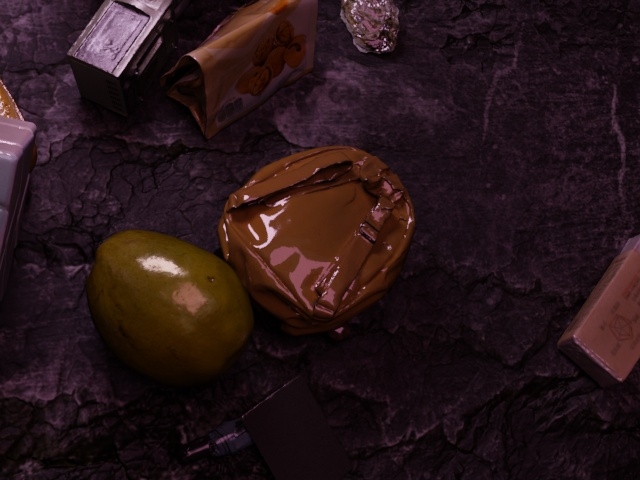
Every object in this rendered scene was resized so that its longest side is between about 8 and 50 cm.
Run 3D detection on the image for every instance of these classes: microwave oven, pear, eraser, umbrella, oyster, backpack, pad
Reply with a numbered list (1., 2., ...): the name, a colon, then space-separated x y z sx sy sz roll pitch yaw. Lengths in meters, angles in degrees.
1. microwave oven: -0.369 -0.367 1.843 0.129 0.163 0.205 24 68 10
2. pear: -0.264 0.115 1.662 0.307 0.253 0.253 34 64 0
3. eraser: 0.648 0.142 2.043 0.144 0.078 0.343 43 63 0
4. umbrella: -0.140 0.347 1.727 0.250 0.052 0.053 -20 111 -24
5. oyster: 0.107 -0.495 2.115 0.125 0.064 0.177 -10 84 -6
6. backpack: 0.003 0.000 1.817 0.378 0.201 0.353 -30 81 -23
7. pad: -0.040 0.368 1.739 0.143 0.003 0.211 -33 103 -25

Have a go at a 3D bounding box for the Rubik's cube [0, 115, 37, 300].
1. Rubik's cube: -0.640 -0.047 1.502 0.316 0.319 0.322 11 103 -13

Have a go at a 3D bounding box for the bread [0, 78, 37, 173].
1. bread: -0.598 -0.218 1.736 0.106 0.140 0.236 -29 82 -21

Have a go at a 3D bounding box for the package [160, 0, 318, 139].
1. package: -0.171 -0.386 1.926 0.165 0.221 0.311 38 61 22

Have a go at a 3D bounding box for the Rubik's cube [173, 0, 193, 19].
1. Rubik's cube: -0.328 -0.654 1.898 0.301 0.305 0.304 34 66 -5
